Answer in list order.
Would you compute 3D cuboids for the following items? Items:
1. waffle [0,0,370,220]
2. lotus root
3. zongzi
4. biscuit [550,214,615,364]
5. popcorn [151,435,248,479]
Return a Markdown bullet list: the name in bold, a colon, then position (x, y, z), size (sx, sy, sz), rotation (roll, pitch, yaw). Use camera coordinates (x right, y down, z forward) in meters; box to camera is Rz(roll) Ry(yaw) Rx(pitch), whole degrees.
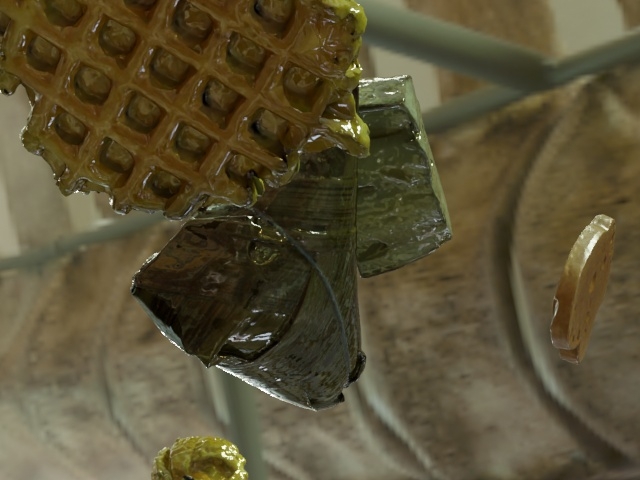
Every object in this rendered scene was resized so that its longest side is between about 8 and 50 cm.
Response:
- **waffle**: position (-0.093, -0.126, 0.991), size (0.245, 0.052, 0.254), rotation (-6, -63, 16)
- **lotus root**: position (0.058, -0.081, 1.672), size (0.138, 0.119, 0.235), rotation (-96, 168, -44)
- **zongzi**: position (0.000, 0.000, 1.509), size (0.138, 0.286, 0.300), rotation (32, -92, 32)
- **biscuit**: position (0.214, 0.047, 1.342), size (0.023, 0.140, 0.118), rotation (13, -68, 19)
- **popcorn**: position (-0.104, 0.199, 1.353), size (0.084, 0.084, 0.084), rotation (19, -67, 53)
